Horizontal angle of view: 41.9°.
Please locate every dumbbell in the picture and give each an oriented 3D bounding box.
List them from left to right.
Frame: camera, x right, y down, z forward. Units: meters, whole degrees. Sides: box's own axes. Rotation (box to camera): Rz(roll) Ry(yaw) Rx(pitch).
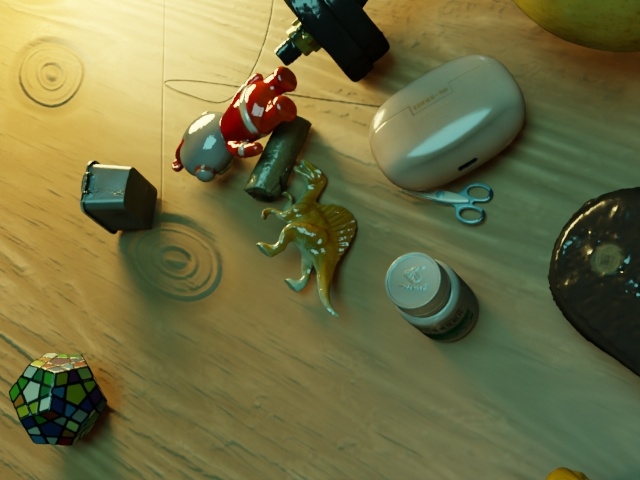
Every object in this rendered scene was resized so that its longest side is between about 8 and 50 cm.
[{"bbox_3d":[0.094,-0.369,1.121,0.388,0.185,0.185,-39,58,9],"label":"dumbbell"}]

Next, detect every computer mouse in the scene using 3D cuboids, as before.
[{"bbox_3d":[0.368,0.067,0.828,0.323,0.116,0.183,46,115,46],"label":"computer mouse"}]

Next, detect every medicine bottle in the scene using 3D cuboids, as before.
[{"bbox_3d":[0.127,0.065,0.961,0.080,0.130,0.080,-10,67,23],"label":"medicine bottle"}]

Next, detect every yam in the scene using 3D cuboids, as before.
[{"bbox_3d":[-0.058,-0.118,1.176,0.054,0.054,0.132,19,79,31],"label":"yam"}]

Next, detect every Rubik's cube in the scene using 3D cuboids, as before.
[{"bbox_3d":[-0.363,0.220,1.161,0.133,0.133,0.112,-27,33,15],"label":"Rubik's cube"}]

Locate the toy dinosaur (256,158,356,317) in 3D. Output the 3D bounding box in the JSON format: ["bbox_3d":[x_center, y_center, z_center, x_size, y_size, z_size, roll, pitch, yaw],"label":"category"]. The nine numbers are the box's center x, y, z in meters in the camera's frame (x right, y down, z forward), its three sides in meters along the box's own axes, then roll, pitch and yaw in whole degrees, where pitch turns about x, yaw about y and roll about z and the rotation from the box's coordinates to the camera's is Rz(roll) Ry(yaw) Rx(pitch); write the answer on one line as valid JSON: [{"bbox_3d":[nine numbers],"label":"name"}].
[{"bbox_3d":[-0.001,-0.001,1.111,0.142,0.057,0.212,-39,68,-15],"label":"toy dinosaur"}]

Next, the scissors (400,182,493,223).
[{"bbox_3d":[0.158,-0.055,1.063,0.119,0.014,0.058,14,71,28],"label":"scissors"}]

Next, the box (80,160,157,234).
[{"bbox_3d":[-0.296,-0.063,1.239,0.069,0.122,0.084,0,71,14],"label":"box"}]

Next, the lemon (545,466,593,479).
[{"bbox_3d":[0.225,0.368,0.689,0.335,0.336,0.336,-10,66,23],"label":"lemon"}]

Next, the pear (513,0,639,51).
[{"bbox_3d":[0.343,-0.383,0.916,0.348,0.348,0.349,-10,66,23],"label":"pear"}]

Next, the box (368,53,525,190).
[{"bbox_3d":[0.157,-0.148,1.054,0.200,0.088,0.146,-30,53,11],"label":"box"}]

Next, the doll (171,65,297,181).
[{"bbox_3d":[-0.130,-0.155,1.192,0.245,0.076,0.142,-31,46,35],"label":"doll"}]
